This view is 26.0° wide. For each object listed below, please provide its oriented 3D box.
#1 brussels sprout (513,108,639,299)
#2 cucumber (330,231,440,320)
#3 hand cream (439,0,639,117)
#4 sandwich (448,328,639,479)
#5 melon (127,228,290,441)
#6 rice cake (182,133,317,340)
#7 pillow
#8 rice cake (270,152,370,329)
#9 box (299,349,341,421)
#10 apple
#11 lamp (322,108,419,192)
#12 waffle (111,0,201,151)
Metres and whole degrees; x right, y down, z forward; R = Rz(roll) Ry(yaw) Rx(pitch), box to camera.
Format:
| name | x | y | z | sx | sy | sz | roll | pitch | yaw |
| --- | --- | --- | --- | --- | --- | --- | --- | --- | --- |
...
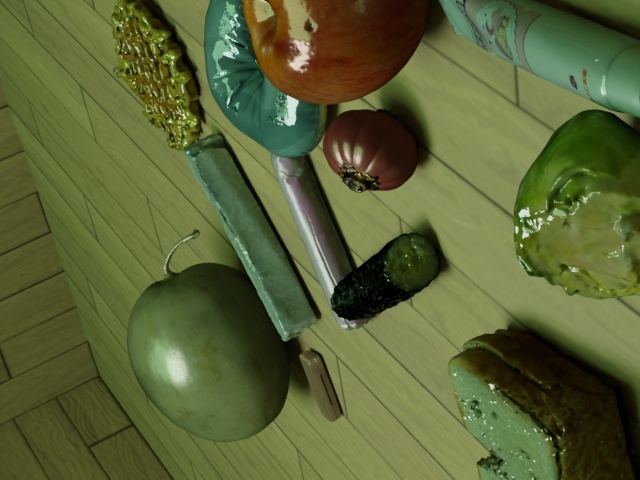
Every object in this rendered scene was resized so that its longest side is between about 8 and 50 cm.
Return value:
| name | x | y | z | sx | sy | sz | roll | pitch | yaw |
| --- | --- | --- | --- | --- | --- | --- | --- | --- | --- |
| brussels sprout | 0.230 | -0.033 | 1.101 | 0.149 | 0.122 | 0.151 | 28 | 150 | -17 |
| cucumber | 0.071 | 0.053 | 1.704 | 0.072 | 0.072 | 0.300 | 63 | 162 | 4 |
| hand cream | 0.186 | -0.169 | 1.154 | 0.085 | 0.058 | 0.331 | 52 | 175 | -34 |
| sandwich | 0.242 | 0.235 | 1.458 | 0.249 | 0.095 | 0.273 | 35 | 147 | 61 |
| melon | -0.182 | 0.179 | 2.256 | 0.308 | 0.272 | 0.272 | 52 | 159 | 16 |
| rice cake | -0.106 | -0.008 | 2.095 | 0.336 | 0.066 | 0.063 | 63 | 162 | 6 |
| pillow | -0.069 | -0.210 | 1.715 | 0.233 | 0.086 | 0.214 | 39 | 144 | 47 |
| rice cake | 0.001 | 0.000 | 1.851 | 0.055 | 0.049 | 0.269 | -8 | 106 | 57 |
| box | 0.001 | 0.229 | 2.184 | 0.048 | 0.025 | 0.115 | 30 | 142 | 67 |
| apple | 0.008 | -0.235 | 1.351 | 0.209 | 0.164 | 0.209 | 52 | 156 | 35 |
| lamp | 0.055 | -0.098 | 1.515 | 0.107 | 0.092 | 0.107 | 23 | 161 | 8 |
| waffle | -0.261 | -0.268 | 2.189 | 0.254 | 0.052 | 0.245 | 52 | 156 | 27 |
